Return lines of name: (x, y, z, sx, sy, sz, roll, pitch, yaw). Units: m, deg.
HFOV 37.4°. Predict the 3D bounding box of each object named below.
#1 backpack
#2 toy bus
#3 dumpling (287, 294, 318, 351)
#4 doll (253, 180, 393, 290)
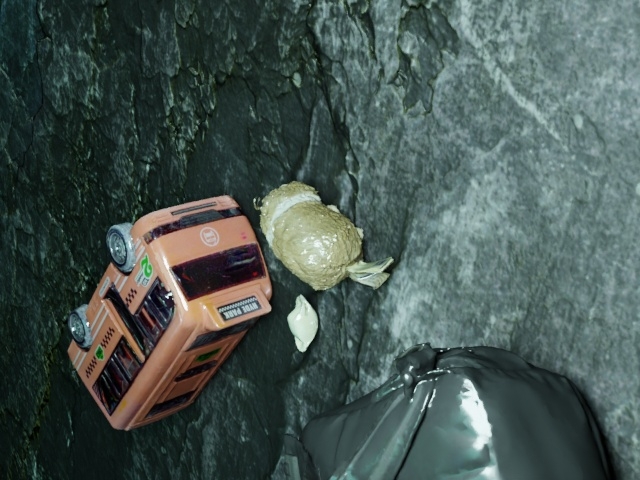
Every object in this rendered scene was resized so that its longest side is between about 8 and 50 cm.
backpack: (0.117, 0.316, 1.102, 0.446, 0.255, 0.363, -30, 69, 53)
toy bus: (-0.249, 0.125, 1.540, 0.233, 0.203, 0.427, 57, 138, 18)
dumpling: (-0.029, 0.119, 1.392, 0.059, 0.043, 0.077, 6, 120, 67)
doll: (-0.001, 0.007, 1.285, 0.221, 0.115, 0.105, 42, 119, 28)
